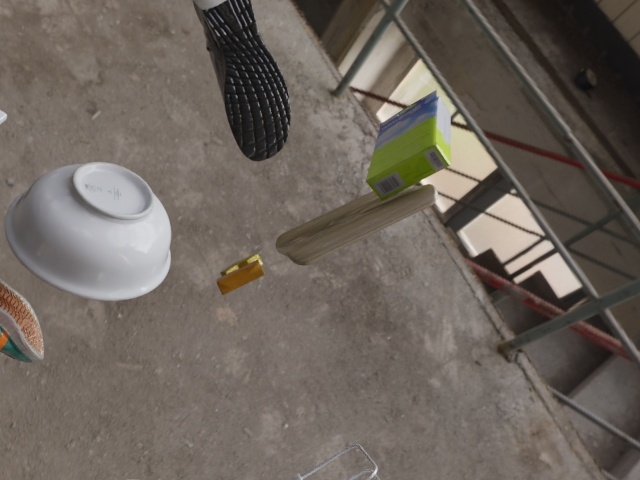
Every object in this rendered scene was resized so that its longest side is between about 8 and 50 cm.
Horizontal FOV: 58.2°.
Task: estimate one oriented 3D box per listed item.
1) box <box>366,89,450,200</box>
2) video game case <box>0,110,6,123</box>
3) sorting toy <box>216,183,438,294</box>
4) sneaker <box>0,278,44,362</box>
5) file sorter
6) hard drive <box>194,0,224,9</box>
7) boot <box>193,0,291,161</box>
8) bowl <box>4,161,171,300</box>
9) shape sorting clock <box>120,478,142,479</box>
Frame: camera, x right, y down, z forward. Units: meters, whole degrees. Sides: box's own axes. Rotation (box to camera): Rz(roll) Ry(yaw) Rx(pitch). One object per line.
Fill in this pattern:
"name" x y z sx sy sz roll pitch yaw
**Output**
"box" 0.127 -0.138 0.810 0.042 0.109 0.178 50 31 -23
"video game case" -0.944 -0.308 1.425 0.206 0.026 0.227 33 45 -11
"sorting toy" 0.000 0.000 0.825 0.307 0.229 0.041 -26 99 -7
"sneaker" -0.639 0.149 1.092 0.121 0.302 0.108 -18 50 -6
"file sorter" 0.089 0.627 1.258 0.173 0.193 0.278 -28 95 -11
"hard drive" -0.050 -0.314 0.294 0.233 0.353 0.047 -30 63 4
"boot" -0.149 -0.323 1.084 0.118 0.223 0.338 -14 103 -11
"bowl" -0.390 -0.046 1.035 0.298 0.134 0.298 26 32 -18
"shape sorting clock" -0.344 0.533 1.016 0.206 0.040 0.206 2 77 -7
